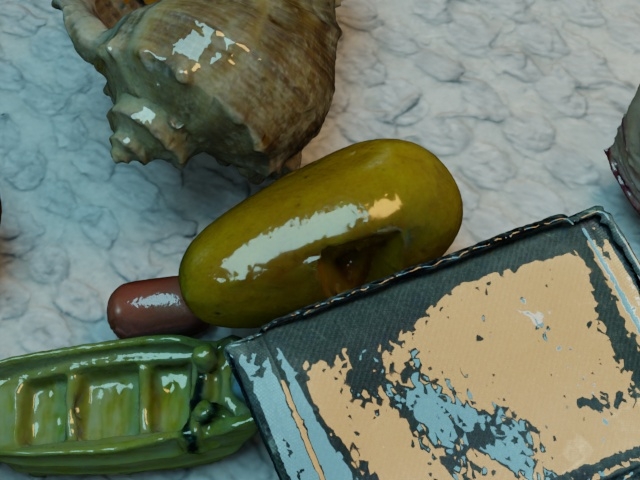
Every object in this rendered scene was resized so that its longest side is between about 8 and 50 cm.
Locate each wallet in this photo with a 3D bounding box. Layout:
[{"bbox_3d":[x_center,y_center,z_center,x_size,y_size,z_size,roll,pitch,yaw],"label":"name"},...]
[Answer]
[{"bbox_3d":[0.122,0.127,1.114,0.342,0.075,0.237,-21,73,-12],"label":"wallet"}]

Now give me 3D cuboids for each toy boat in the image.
[{"bbox_3d":[-0.161,0.140,1.185,0.276,0.084,0.111,-9,57,8],"label":"toy boat"}]

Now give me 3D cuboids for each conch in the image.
[{"bbox_3d":[-0.097,-0.184,1.334,0.297,0.210,0.352,28,44,26],"label":"conch"}]

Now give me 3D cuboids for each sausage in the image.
[{"bbox_3d":[-0.144,0.063,1.246,0.094,0.059,0.054,-9,72,0],"label":"sausage"}]

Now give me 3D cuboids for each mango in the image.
[{"bbox_3d":[0.000,0.000,1.193,0.262,0.167,0.130,-23,100,-14],"label":"mango"}]

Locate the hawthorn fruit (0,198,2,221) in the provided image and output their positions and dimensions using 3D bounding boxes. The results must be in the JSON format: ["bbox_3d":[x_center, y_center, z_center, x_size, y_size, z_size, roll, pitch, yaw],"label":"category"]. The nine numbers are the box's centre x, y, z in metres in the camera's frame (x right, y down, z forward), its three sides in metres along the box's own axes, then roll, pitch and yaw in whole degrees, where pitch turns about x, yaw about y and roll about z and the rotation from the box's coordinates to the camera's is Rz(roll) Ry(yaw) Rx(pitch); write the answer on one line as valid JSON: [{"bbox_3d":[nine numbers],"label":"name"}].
[{"bbox_3d":[-0.418,-0.032,1.292,0.251,0.199,0.199,29,64,38],"label":"hawthorn fruit"}]

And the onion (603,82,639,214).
[{"bbox_3d":[0.387,-0.085,1.174,0.206,0.216,0.207,-17,64,-22],"label":"onion"}]
